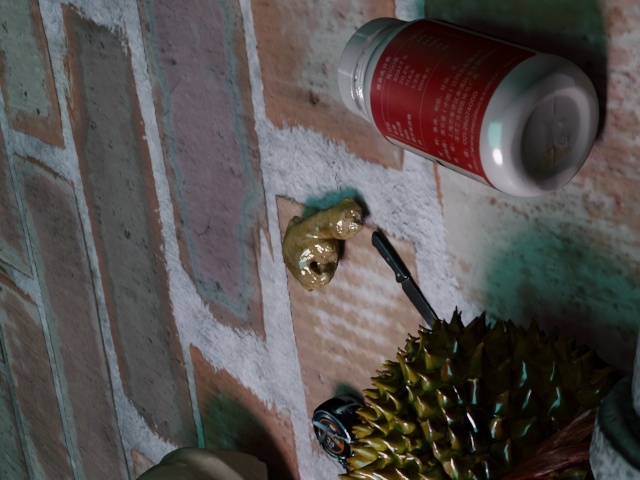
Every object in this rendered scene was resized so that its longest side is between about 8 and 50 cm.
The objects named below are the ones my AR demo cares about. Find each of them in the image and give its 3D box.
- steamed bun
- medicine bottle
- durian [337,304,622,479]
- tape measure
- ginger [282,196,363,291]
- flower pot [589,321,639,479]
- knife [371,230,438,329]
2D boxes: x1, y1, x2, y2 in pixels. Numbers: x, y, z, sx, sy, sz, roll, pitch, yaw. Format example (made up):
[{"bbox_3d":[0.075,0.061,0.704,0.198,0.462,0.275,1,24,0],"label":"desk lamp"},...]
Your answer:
[{"bbox_3d":[-0.136,0.441,1.838,0.324,0.219,0.310,43,163,-2],"label":"steamed bun"},{"bbox_3d":[0.131,-0.132,1.151,0.250,0.131,0.131,29,130,48],"label":"medicine bottle"},{"bbox_3d":[0.175,0.260,1.148,0.384,0.347,0.347,-97,10,-54],"label":"durian"},{"bbox_3d":[0.032,0.249,1.602,0.094,0.054,0.091,48,142,22],"label":"tape measure"},{"bbox_3d":[0.000,0.009,1.502,0.165,0.067,0.096,-28,62,59],"label":"ginger"},{"bbox_3d":[0.341,0.121,0.847,0.299,0.299,0.283,26,116,50],"label":"flower pot"},{"bbox_3d":[0.105,0.059,1.420,0.170,0.010,0.023,56,146,20],"label":"knife"}]
